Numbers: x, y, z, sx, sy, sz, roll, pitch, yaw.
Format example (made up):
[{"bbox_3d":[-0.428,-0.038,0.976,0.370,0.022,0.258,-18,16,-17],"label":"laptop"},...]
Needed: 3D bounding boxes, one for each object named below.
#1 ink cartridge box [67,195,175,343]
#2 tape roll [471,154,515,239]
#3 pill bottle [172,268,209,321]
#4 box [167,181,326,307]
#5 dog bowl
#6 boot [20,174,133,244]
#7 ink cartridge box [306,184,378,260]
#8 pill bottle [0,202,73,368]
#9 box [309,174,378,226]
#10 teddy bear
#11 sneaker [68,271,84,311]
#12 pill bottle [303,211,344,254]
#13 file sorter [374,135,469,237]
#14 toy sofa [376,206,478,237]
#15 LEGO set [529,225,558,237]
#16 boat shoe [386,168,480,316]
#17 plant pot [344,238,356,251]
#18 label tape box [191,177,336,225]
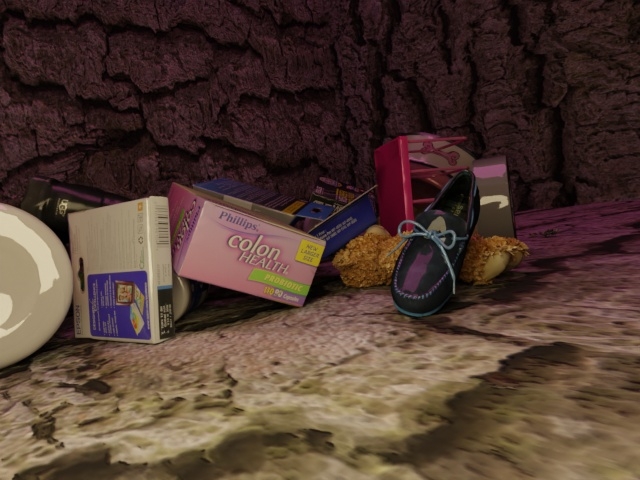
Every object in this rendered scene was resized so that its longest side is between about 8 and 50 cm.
[{"bbox_3d":[-0.307,0.047,0.727,0.208,0.207,0.045,-5,-2,33],"label":"ink cartridge box"},{"bbox_3d":[0.388,-0.076,1.057,0.072,0.219,0.219,-7,3,25],"label":"tape roll"},{"bbox_3d":[-0.261,0.081,0.852,0.111,0.112,0.187,-8,4,3],"label":"pill bottle"},{"bbox_3d":[-0.149,0.002,0.821,0.213,0.118,0.243,19,2,-31],"label":"box"},{"bbox_3d":[0.363,-0.163,1.599,0.407,0.408,0.150,-3,48,56],"label":"dog bowl"},{"bbox_3d":[-0.384,-0.021,1.096,0.444,0.146,0.367,11,-1,-15],"label":"boot"},{"bbox_3d":[0.000,0.000,0.986,0.165,0.065,0.332,-34,0,-26],"label":"ink cartridge box"},{"bbox_3d":[-0.541,0.065,0.772,0.228,0.229,0.407,-10,4,-32],"label":"pill bottle"},{"bbox_3d":[0.076,-0.131,1.565,0.216,0.060,0.270,19,20,-2],"label":"box"},{"bbox_3d":[0.189,0.020,0.847,0.245,0.113,0.337,-8,3,-38],"label":"teddy bear"},{"bbox_3d":[-0.545,0.117,1.077,0.275,0.107,0.110,-10,13,-34],"label":"sneaker"},{"bbox_3d":[0.038,-0.048,1.726,0.187,0.188,0.334,-8,3,6],"label":"pill bottle"},{"bbox_3d":[0.255,-0.095,1.161,0.182,0.291,0.202,-5,3,-10],"label":"file sorter"},{"bbox_3d":[0.350,-0.037,1.418,0.150,0.177,0.362,-38,18,-28],"label":"toy sofa"},{"bbox_3d":[0.612,-0.017,1.297,0.054,0.024,0.083,-6,-10,-13],"label":"LEGO set"},{"bbox_3d":[0.158,-0.011,0.672,0.108,0.089,0.258,11,45,20],"label":"boat shoe"},{"bbox_3d":[0.109,0.038,1.034,0.081,0.081,0.083,-10,10,-28],"label":"plant pot"},{"bbox_3d":[-0.145,-0.066,1.246,0.333,0.106,0.240,16,14,6],"label":"label tape box"}]
